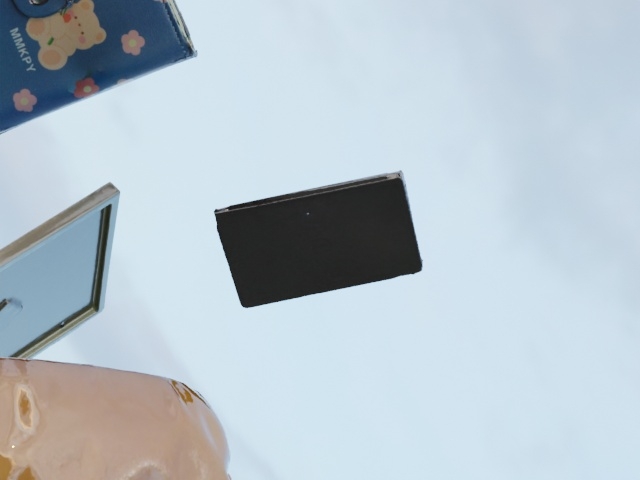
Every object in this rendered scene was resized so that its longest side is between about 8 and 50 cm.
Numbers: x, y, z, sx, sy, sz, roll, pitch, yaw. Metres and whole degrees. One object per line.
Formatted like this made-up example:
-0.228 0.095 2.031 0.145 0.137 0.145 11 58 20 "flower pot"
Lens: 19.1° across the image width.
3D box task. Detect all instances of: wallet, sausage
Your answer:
-0.222 -0.181 1.599 0.059 0.202 0.141 -73 141 -83 "wallet"
-0.172 0.159 1.419 0.120 0.241 0.136 -32 -121 50 "sausage"

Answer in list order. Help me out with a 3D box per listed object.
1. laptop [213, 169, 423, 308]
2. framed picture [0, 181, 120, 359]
0.000 0.000 1.933 0.016 0.197 0.135 -96 175 -51 "laptop"
-0.306 0.079 1.736 0.016 0.289 0.213 45 -30 19 "framed picture"
